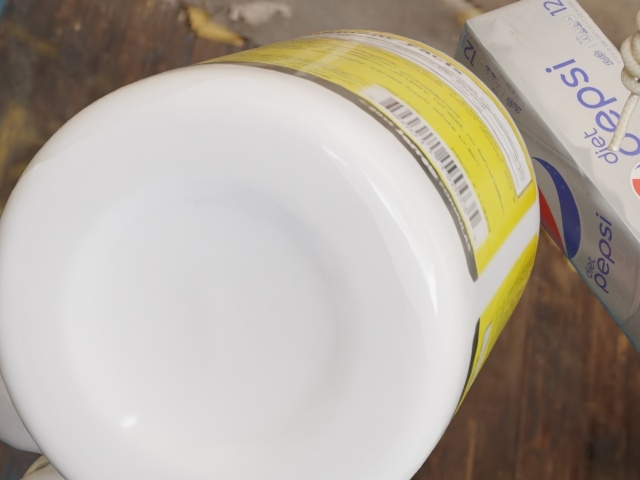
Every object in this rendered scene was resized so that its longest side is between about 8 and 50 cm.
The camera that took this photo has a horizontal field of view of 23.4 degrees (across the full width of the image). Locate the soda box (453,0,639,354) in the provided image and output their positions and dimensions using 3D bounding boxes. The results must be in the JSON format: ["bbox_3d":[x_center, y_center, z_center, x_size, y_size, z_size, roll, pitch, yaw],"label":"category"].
[{"bbox_3d":[0.211,-0.053,1.152,0.098,0.286,0.091,-22,152,-22],"label":"soda box"}]

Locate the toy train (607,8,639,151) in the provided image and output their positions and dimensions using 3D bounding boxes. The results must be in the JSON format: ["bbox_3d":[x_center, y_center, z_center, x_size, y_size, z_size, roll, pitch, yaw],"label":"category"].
[{"bbox_3d":[0.223,-0.152,0.705,0.105,0.248,0.143,35,158,-8],"label":"toy train"}]

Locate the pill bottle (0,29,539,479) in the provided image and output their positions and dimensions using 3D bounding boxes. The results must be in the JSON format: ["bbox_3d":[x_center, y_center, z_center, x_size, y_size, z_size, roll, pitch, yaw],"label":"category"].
[{"bbox_3d":[0.000,0.000,0.717,0.188,0.187,0.334,1,-169,15],"label":"pill bottle"}]

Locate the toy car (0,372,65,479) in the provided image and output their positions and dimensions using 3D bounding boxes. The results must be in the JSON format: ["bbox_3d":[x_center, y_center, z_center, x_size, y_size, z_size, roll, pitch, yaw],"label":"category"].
[{"bbox_3d":[-0.102,0.104,0.805,0.136,0.182,0.159,-8,177,-6],"label":"toy car"}]
